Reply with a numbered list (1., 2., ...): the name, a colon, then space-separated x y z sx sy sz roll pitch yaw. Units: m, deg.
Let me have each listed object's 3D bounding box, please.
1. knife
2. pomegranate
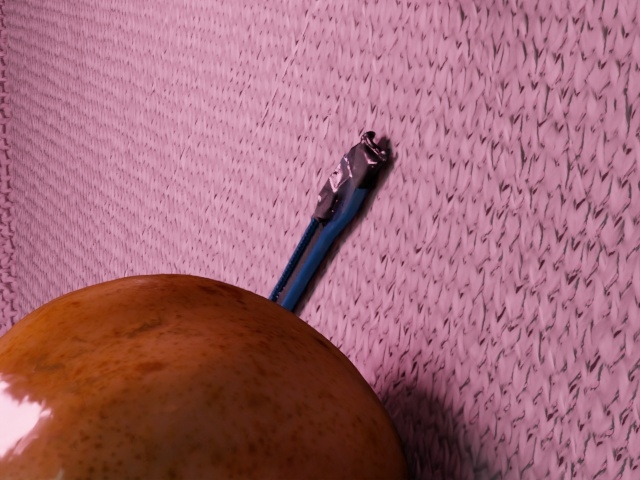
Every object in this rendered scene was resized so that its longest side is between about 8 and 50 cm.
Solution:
1. knife: -0.002 0.000 1.473 0.296 0.026 0.044 -60 43 49
2. pomegranate: -0.126 0.229 1.247 0.416 0.416 0.417 -175 90 -70
